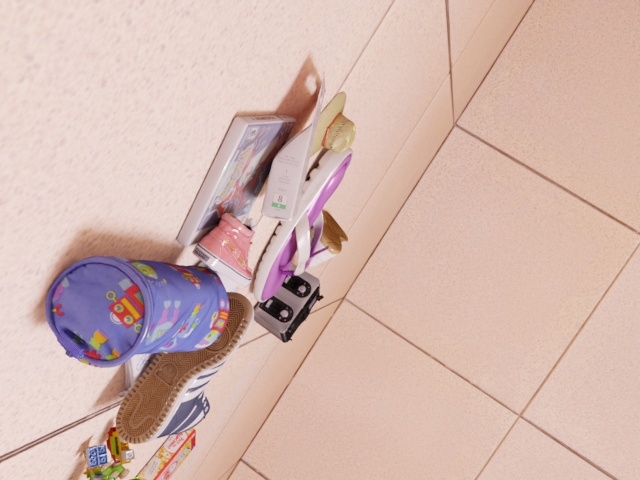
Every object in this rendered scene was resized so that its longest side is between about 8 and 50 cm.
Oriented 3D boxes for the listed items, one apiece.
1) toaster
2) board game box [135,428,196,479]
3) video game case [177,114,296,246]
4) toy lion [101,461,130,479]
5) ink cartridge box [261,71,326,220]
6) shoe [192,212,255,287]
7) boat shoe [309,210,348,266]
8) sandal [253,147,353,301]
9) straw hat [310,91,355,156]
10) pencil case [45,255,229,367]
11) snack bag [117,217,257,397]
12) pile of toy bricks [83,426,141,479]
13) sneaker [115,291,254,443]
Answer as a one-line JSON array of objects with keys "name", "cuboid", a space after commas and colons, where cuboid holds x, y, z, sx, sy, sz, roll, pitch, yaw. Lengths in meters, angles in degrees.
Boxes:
[{"name": "toaster", "cuboid": [-0.081, 0.162, 1.645, 0.168, 0.110, 0.185, -53, 169, -15]}, {"name": "board game box", "cuboid": [-0.390, 0.559, 1.605, 0.193, 0.045, 0.146, -50, 168, -31]}, {"name": "video game case", "cuboid": [-0.119, -0.093, 0.950, 0.201, 0.023, 0.183, -61, 169, 20]}, {"name": "toy lion", "cuboid": [-0.426, 0.478, 1.255, 0.096, 0.034, 0.100, -47, 168, -11]}, {"name": "ink cartridge box", "cuboid": [-0.040, -0.147, 1.023, 0.181, 0.056, 0.224, -85, -174, -85]}, {"name": "shoe", "cuboid": [-0.127, 0.015, 0.983, 0.081, 0.063, 0.178, -52, 161, -4]}, {"name": "boat shoe", "cuboid": [0.000, 0.000, 1.589, 0.096, 0.098, 0.277, -40, -177, 14]}, {"name": "sandal", "cuboid": [-0.029, -0.012, 1.382, 0.416, 0.102, 0.169, -62, 168, 26]}, {"name": "straw hat", "cuboid": [0.033, -0.202, 1.210, 0.144, 0.061, 0.144, -54, 170, -14]}, {"name": "pencil case", "cuboid": [-0.212, 0.089, 0.805, 0.133, 0.119, 0.306, -55, 169, 1]}, {"name": "snack bag", "cuboid": [-0.234, 0.158, 1.143, 0.323, 0.037, 0.342, -49, 167, -39]}, {"name": "pile of toy bricks", "cuboid": [-0.373, 0.433, 1.095, 0.118, 0.212, 0.105, -4, 172, -41]}, {"name": "sneaker", "cuboid": [-0.201, 0.208, 1.053, 0.282, 0.099, 0.153, -50, 161, -5]}]
